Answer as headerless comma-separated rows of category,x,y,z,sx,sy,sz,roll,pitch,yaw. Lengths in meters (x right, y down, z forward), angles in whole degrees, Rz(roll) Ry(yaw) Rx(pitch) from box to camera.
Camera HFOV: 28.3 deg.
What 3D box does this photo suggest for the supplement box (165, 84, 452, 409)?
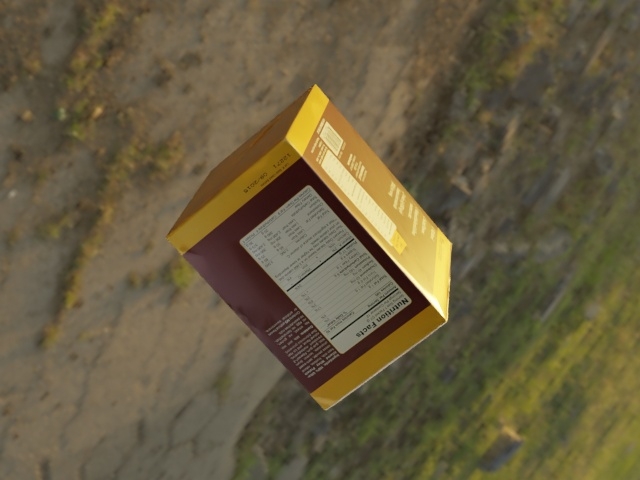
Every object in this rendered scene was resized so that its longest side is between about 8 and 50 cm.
supplement box,0.000,0.000,1.068,0.129,0.194,0.191,-38,-169,17
